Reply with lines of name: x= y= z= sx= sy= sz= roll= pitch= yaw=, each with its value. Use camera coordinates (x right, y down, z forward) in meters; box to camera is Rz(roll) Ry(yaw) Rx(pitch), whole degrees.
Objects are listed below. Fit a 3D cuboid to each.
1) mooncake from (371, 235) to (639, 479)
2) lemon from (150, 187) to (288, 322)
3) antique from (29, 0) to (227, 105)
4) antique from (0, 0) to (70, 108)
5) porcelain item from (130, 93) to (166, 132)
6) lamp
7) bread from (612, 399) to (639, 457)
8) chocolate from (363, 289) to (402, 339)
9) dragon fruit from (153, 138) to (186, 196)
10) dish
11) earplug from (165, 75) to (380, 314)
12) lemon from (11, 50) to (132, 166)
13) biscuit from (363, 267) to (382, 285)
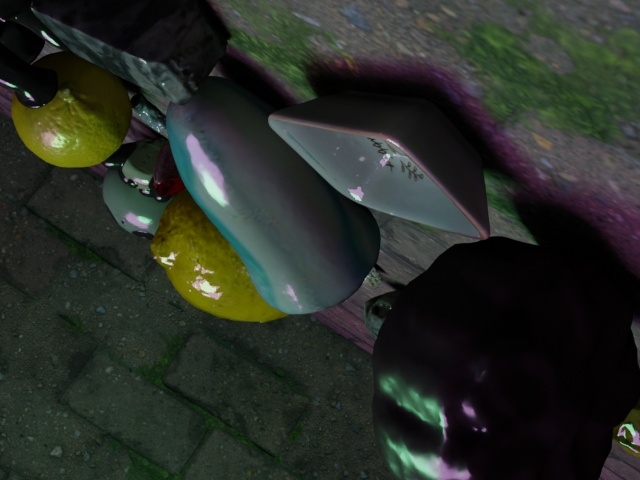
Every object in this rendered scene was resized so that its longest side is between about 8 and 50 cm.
mooncake: x=0.188 y=0.135 z=0.781 sx=0.283 sy=0.283 sz=0.141 roll=40 pitch=168 yaw=-34
lemon: x=-0.112 y=0.010 z=1.267 sx=0.236 sy=0.236 sz=0.263 roll=25 pitch=177 yaw=41
antique: x=-0.187 y=-0.214 z=0.833 sx=0.183 sy=0.086 sz=0.088 roll=28 pitch=170 yaw=25
antique: x=-0.512 y=-0.294 z=1.127 sx=0.322 sy=0.185 sz=0.255 roll=-5 pitch=147 yaw=24
porcelain item: x=-0.278 y=-0.206 z=1.354 sx=0.036 sy=0.028 sz=0.083 roll=47 pitch=-178 yaw=36
lamp: x=-0.333 y=-0.102 z=1.625 sx=0.198 sy=0.197 sz=0.244 roll=32 pitch=162 yaw=6
bread: x=0.363 y=0.215 z=1.176 sx=0.269 sy=0.087 sz=0.098 roll=22 pitch=166 yaw=47
chocolate: x=0.162 y=0.146 z=1.439 sx=0.110 sy=0.110 sz=0.248 roll=38 pitch=171 yaw=-26
dragon fruit: x=-0.201 y=-0.131 z=1.295 sx=0.102 sy=0.147 sz=0.096 roll=126 pitch=127 yaw=-62
dish: x=0.052 y=-0.085 z=0.762 sx=0.154 sy=0.064 sz=0.234 roll=40 pitch=167 yaw=-36
earplug: x=-0.068 y=-0.069 z=0.987 sx=0.185 sy=0.185 sz=0.324 roll=25 pitch=161 yaw=39
lemon: x=-0.380 y=-0.200 z=1.270 sx=0.178 sy=0.178 sz=0.203 roll=34 pitch=169 yaw=-5
biscuit: x=0.000 y=0.000 z=1.435 sx=0.265 sy=0.040 sz=0.188 roll=34 pitch=171 yaw=-15
